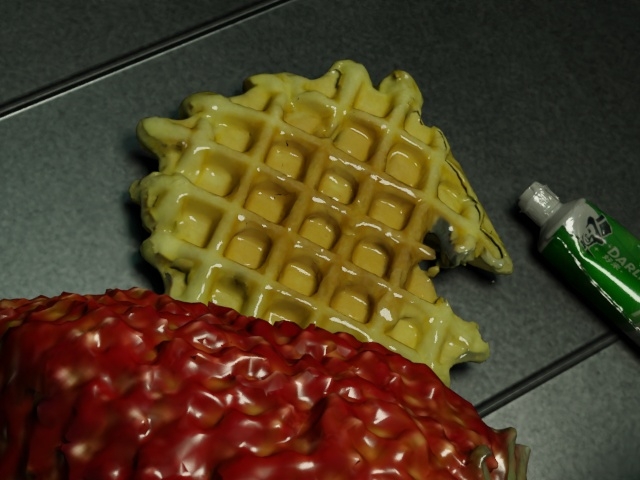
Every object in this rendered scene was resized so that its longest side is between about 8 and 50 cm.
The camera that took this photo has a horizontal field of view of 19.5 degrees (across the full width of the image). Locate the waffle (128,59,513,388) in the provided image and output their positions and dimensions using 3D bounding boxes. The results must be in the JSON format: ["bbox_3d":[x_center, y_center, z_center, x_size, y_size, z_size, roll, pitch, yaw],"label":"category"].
[{"bbox_3d":[0.001,-0.001,1.243,0.250,0.056,0.261,-18,72,-25],"label":"waffle"}]

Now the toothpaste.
[{"bbox_3d":[0.235,0.048,1.300,0.248,0.047,0.078,43,61,4],"label":"toothpaste"}]

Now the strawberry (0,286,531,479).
[{"bbox_3d":[-0.055,0.174,1.044,0.343,0.292,0.292,18,57,19],"label":"strawberry"}]
